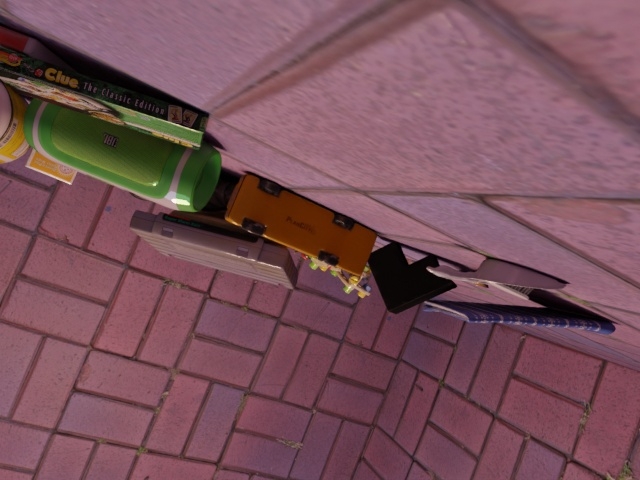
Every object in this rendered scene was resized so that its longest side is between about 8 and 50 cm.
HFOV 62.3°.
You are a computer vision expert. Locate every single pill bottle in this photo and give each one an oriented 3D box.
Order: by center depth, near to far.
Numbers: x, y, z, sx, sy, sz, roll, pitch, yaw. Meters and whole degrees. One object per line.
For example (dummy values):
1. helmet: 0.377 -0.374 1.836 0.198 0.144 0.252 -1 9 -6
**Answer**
1. pill bottle: -0.751 -0.270 1.176 0.188 0.188 0.334 23 176 -16

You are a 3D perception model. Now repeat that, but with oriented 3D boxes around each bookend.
1. bookend: 0.202 0.064 1.205 0.072 0.156 0.157 29 -144 -64

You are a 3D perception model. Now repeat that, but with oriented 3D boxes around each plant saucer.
1. plant saucer: 0.360 0.091 1.256 0.083 0.015 0.083 22 176 2

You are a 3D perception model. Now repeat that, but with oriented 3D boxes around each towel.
1. towel: 0.422 0.170 1.160 0.336 0.040 0.243 5 179 -12

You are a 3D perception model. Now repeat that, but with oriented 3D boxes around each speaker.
1. speaker: -0.320 -0.149 0.869 0.297 0.131 0.131 21 176 5

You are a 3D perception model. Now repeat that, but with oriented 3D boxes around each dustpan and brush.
1. dustpan and brush: 0.290 0.064 0.910 0.211 0.060 0.147 22 176 3

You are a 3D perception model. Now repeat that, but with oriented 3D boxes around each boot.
1. boot: -0.242 -0.113 1.190 0.223 0.118 0.338 17 -171 23

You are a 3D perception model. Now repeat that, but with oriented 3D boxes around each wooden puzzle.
1. wooden puzzle: -0.194 -0.031 1.388 0.322 0.080 0.348 13 -171 1

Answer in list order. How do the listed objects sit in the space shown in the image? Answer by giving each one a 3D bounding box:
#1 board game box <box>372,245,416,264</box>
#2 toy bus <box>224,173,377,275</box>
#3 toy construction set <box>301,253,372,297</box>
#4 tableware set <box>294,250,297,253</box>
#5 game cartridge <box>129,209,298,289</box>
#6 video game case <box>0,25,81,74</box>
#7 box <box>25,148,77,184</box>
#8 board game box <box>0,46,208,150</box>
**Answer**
1. board game box: 0.207 0.053 1.536 0.154 0.026 0.103 22 177 4
2. toy bus: -0.040 -0.031 1.137 0.333 0.108 0.130 23 179 -23
3. toy construction set: 0.061 0.080 1.823 0.215 0.151 0.327 48 -179 27
4. tableware set: 0.000 0.000 1.429 0.169 0.020 0.141 -14 -175 8
5. game cartridge: -0.232 0.022 1.219 0.355 0.068 0.230 14 160 7
6. video game case: -0.467 -0.273 0.738 0.285 0.025 0.204 21 177 4
7. box: -0.666 -0.239 1.355 0.114 0.103 0.203 24 -166 -29
8. board game box: -0.282 -0.181 0.703 0.260 0.030 0.136 16 174 -15
